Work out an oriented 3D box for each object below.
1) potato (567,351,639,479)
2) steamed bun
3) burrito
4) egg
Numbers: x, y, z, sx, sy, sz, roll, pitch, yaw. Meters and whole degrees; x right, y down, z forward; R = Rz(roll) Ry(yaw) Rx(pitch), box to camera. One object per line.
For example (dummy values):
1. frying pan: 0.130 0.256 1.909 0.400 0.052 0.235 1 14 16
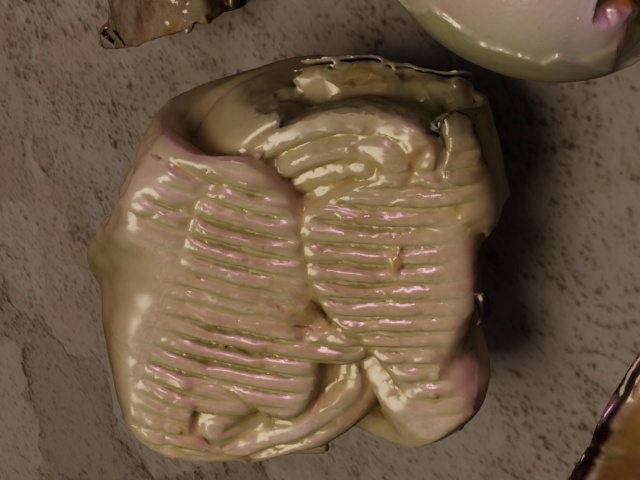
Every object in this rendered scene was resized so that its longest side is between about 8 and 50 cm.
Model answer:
1. potato: 0.329 0.112 0.820 0.296 0.290 0.397 36 111 25
2. steamed bun: 0.000 0.000 1.282 0.394 0.237 0.346 -41 109 21
3. burrito: -0.124 -0.277 1.364 0.175 0.107 0.348 51 142 35
4. egg: 0.127 -0.205 1.042 0.217 0.183 0.183 23 129 31
